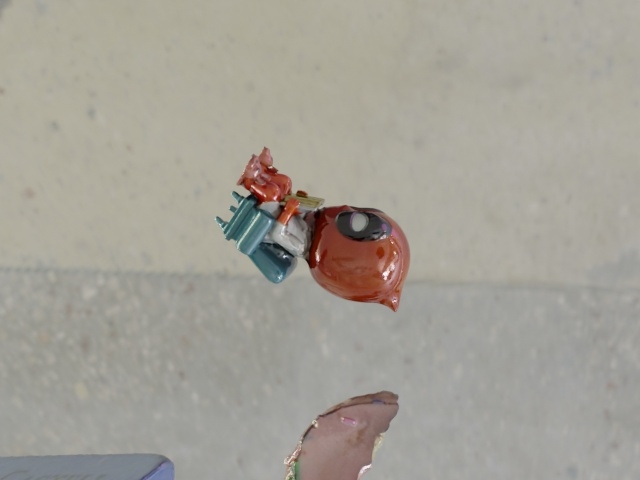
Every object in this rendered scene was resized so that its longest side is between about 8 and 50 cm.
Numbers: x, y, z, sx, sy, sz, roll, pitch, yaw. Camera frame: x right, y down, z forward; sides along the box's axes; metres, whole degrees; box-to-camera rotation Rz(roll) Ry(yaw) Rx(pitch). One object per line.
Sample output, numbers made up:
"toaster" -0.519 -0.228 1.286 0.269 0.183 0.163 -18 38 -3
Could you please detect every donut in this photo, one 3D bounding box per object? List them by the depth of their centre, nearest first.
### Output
"donut" 0.022 0.211 1.348 0.117 0.065 0.166 -8 72 -4

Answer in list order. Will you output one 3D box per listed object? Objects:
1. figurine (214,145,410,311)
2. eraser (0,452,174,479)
"figurine" 0.000 0.000 1.153 0.140 0.068 0.075 30 106 1
"eraser" -0.160 0.128 0.728 0.225 0.036 0.082 -7 19 40
